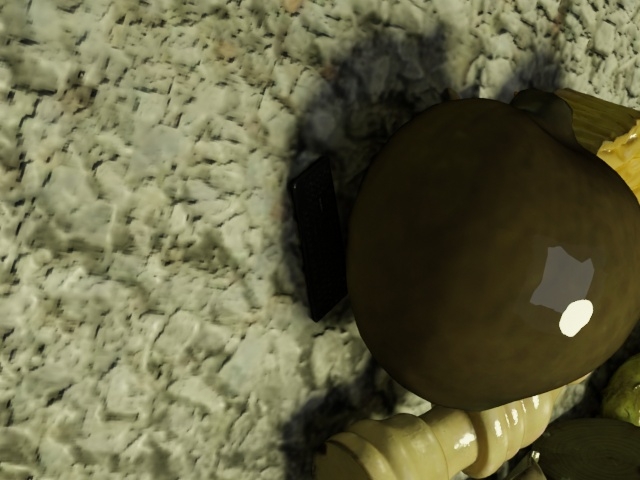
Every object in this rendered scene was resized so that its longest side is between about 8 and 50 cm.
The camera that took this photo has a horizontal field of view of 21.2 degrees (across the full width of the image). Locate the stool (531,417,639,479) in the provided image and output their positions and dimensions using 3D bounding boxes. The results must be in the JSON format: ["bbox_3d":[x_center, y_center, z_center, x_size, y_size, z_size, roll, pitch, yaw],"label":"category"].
[{"bbox_3d":[0.323,0.361,1.992,0.179,0.179,0.264,-27,128,-47],"label":"stool"}]

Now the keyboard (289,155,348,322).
[{"bbox_3d":[0.000,0.000,1.488,0.053,0.010,0.155,-42,138,-35],"label":"keyboard"}]

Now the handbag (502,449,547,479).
[{"bbox_3d":[0.173,0.360,1.830,0.270,0.117,0.182,-29,113,-48],"label":"handbag"}]

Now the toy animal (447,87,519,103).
[{"bbox_3d":[0.149,-0.116,1.607,0.081,0.060,0.083,-35,153,18],"label":"toy animal"}]

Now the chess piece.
[{"bbox_3d":[0.145,0.176,1.627,0.307,0.124,0.138,-30,104,-26],"label":"chess piece"}]

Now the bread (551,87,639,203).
[{"bbox_3d":[0.260,-0.026,1.742,0.179,0.133,0.250,-33,130,-40],"label":"bread"}]

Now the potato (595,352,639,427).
[{"bbox_3d":[0.410,0.187,2.114,0.225,0.090,0.117,-33,126,-53],"label":"potato"}]

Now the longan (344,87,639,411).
[{"bbox_3d":[0.160,0.006,1.508,0.300,0.243,0.300,-14,109,-46],"label":"longan"}]
